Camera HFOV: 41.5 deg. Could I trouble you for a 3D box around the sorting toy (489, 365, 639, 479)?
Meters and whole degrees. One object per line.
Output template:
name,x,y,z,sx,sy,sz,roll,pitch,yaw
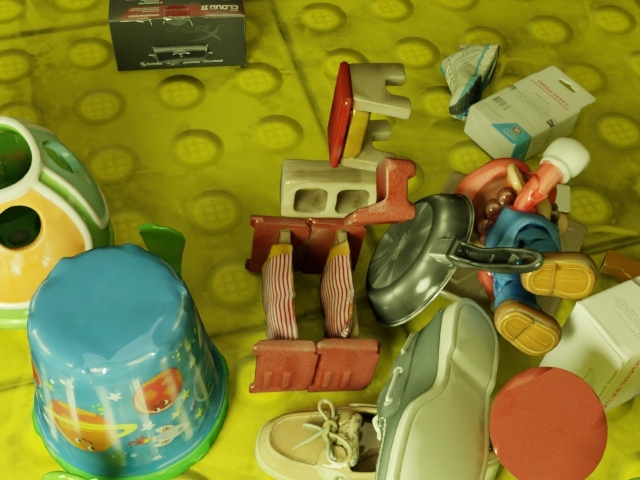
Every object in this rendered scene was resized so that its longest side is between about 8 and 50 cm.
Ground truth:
sorting toy,0.304,0.291,0.886,0.127,0.126,0.365,-40,84,-12

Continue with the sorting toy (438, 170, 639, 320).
sorting toy,0.285,0.037,1.171,0.307,0.041,0.229,25,54,11

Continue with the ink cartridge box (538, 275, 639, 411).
ink cartridge box,0.391,0.116,1.027,0.217,0.159,0.092,-20,56,-24

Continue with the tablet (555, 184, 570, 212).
tablet,0.333,-0.069,1.270,0.083,0.006,0.054,10,53,4

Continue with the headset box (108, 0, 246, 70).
headset box,-0.239,-0.405,1.425,0.218,0.110,0.293,-4,53,-6

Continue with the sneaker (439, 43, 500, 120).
sneaker,0.229,-0.262,1.380,0.082,0.071,0.191,16,45,16

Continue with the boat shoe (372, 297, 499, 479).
boat shoe,0.114,0.193,0.912,0.116,0.099,0.319,46,40,-15

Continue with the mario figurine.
mario figurine,0.277,0.001,1.052,0.198,0.170,0.321,-29,26,19

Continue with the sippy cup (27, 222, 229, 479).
sippy cup,-0.223,0.129,0.951,0.240,0.224,0.305,-19,56,-18

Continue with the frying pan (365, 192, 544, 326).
frying pan,0.131,0.037,1.021,0.053,0.197,0.326,33,9,-17

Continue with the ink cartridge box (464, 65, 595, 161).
ink cartridge box,0.330,-0.195,1.331,0.180,0.060,0.104,-28,59,-22

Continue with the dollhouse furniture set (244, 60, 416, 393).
dollhouse furniture set,0.000,0.000,0.972,0.152,0.374,0.201,1,51,-8

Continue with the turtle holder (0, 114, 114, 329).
turtle holder,-0.392,-0.057,1.079,0.243,0.227,0.320,-2,53,-4

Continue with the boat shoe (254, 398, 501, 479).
boat shoe,0.067,0.232,0.974,0.285,0.089,0.105,2,53,-2
